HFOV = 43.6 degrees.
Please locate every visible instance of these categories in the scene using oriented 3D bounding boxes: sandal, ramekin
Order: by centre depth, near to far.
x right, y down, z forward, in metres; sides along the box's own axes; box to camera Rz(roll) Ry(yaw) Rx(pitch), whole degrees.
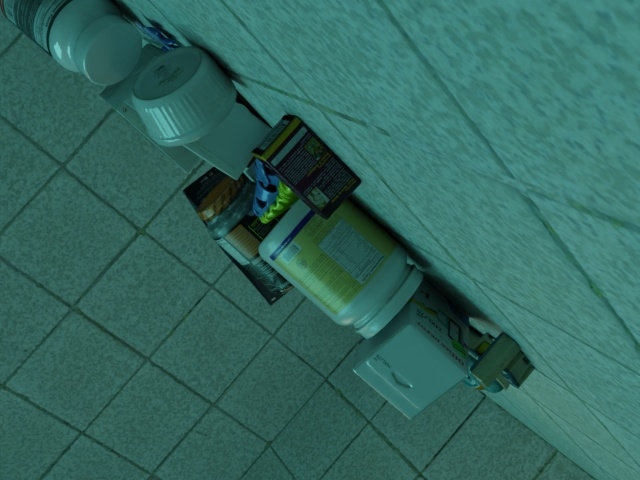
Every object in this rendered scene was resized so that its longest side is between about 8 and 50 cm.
[{"bbox_3d":[-0.286,-0.302,1.633,0.207,0.207,0.109,37,165,45],"label":"ramekin"},{"bbox_3d":[-0.103,-0.146,1.882,0.138,0.126,0.317,48,152,4],"label":"sandal"}]

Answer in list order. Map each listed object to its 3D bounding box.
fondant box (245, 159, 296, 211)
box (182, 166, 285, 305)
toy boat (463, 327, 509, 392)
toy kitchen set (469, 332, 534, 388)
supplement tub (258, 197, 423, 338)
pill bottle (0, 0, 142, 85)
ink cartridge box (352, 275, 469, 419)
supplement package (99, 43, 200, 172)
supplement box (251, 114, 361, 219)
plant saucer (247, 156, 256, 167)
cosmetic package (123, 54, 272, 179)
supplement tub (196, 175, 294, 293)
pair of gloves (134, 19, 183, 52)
[{"bbox_3d":[-0.027,-0.088,2.164,0.330,0.096,0.238,37,174,37],"label":"fondant box"},{"bbox_3d":[-0.216,-0.024,2.448,0.312,0.179,0.343,46,169,33],"label":"box"},{"bbox_3d":[0.398,0.333,2.287,0.267,0.148,0.318,44,175,-32],"label":"toy boat"},{"bbox_3d":[0.402,0.285,1.944,0.166,0.122,0.207,38,174,41],"label":"toy kitchen set"},{"bbox_3d":[0.049,0.045,1.856,0.331,0.241,0.241,41,176,-2],"label":"supplement tub"},{"bbox_3d":[-0.628,-0.553,2.015,0.363,0.210,0.210,39,175,24],"label":"pill bottle"},{"bbox_3d":[0.228,0.251,1.955,0.198,0.197,0.270,42,-155,-10],"label":"ink cartridge box"},{"bbox_3d":[-0.418,-0.359,2.170,0.263,0.199,0.198,44,176,-35],"label":"supplement package"},{"bbox_3d":[-0.027,-0.142,1.553,0.188,0.104,0.081,43,176,-24],"label":"supplement box"},{"bbox_3d":[-0.310,-0.289,2.402,0.259,0.047,0.258,11,-164,-38],"label":"plant saucer"},{"bbox_3d":[-0.300,-0.302,1.910,0.197,0.155,0.365,33,-177,-38],"label":"cosmetic package"},{"bbox_3d":[-0.163,-0.022,2.120,0.316,0.193,0.193,45,175,-18],"label":"supplement tub"},{"bbox_3d":[-0.341,-0.441,1.856,0.159,0.023,0.198,36,178,35],"label":"pair of gloves"}]
